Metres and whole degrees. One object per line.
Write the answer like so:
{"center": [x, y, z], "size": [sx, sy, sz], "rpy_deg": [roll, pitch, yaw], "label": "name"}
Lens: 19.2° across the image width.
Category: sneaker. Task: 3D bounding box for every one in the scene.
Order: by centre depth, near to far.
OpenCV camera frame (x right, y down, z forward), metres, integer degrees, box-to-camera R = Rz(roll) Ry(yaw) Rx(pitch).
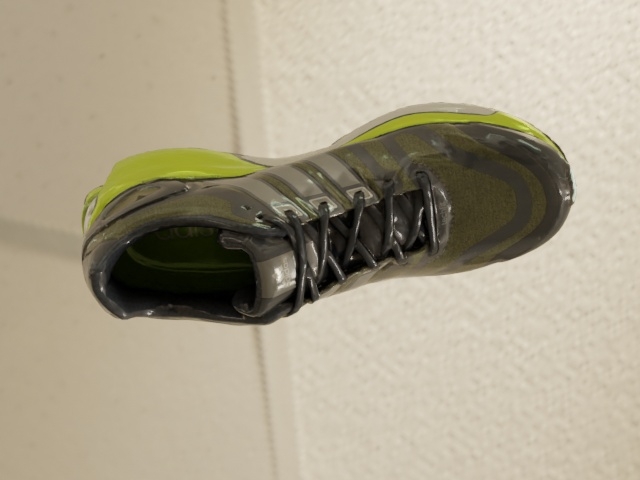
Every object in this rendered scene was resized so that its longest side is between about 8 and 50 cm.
{"center": [0.000, 0.000, 1.093], "size": [0.300, 0.121, 0.111], "rpy_deg": [-11, -66, 9], "label": "sneaker"}
